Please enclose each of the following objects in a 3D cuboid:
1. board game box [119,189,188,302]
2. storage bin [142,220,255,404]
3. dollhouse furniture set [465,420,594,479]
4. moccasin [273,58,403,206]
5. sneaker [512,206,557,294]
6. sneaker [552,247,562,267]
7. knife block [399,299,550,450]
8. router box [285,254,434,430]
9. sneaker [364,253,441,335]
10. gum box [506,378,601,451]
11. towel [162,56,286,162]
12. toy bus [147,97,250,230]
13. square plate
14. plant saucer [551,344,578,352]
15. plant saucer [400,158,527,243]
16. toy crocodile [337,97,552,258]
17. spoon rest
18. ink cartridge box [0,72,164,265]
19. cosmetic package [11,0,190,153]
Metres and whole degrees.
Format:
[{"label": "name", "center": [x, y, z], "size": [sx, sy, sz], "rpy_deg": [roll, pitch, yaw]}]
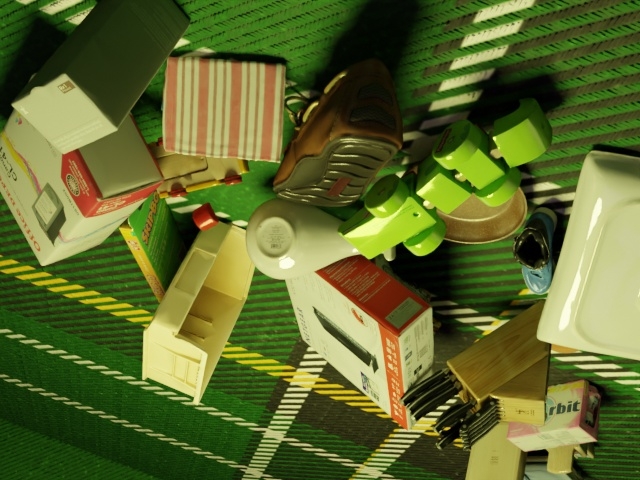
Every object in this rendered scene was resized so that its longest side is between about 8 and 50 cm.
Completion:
[{"label": "board game box", "center": [-0.311, -0.002, 1.481], "size": [0.039, 0.124, 0.259], "rpy_deg": [5, 143, 12]}, {"label": "storage bin", "center": [-0.228, 0.132, 1.504], "size": [0.123, 0.262, 0.260], "rpy_deg": [23, 145, 1]}, {"label": "dollhouse furniture set", "center": [0.503, 0.567, 1.782], "size": [0.286, 0.198, 0.303], "rpy_deg": [-12, 134, 38]}, {"label": "moccasin", "center": [0.013, -0.143, 1.121], "size": [0.139, 0.147, 0.380], "rpy_deg": [7, 165, -8]}, {"label": "sneaker", "center": [0.327, 0.032, 1.205], "size": [0.058, 0.084, 0.152], "rpy_deg": [17, 128, 28]}, {"label": "sneaker", "center": [0.445, 0.090, 1.250], "size": [0.224, 0.098, 0.083], "rpy_deg": [21, 145, -2]}, {"label": "knife block", "center": [0.273, 0.229, 1.362], "size": [0.242, 0.275, 0.088], "rpy_deg": [4, 142, 18]}, {"label": "router box", "center": [0.069, 0.154, 1.421], "size": [0.301, 0.082, 0.335], "rpy_deg": [37, 155, 33]}, {"label": "sneaker", "center": [0.146, 0.099, 1.440], "size": [0.225, 0.093, 0.088], "rpy_deg": [59, 170, -26]}, {"label": "gum box", "center": [0.475, 0.354, 1.586], "size": [0.062, 0.107, 0.188], "rpy_deg": [37, 142, -23]}, {"label": "towel", "center": [-0.143, -0.194, 1.158], "size": [0.197, 0.029, 0.144], "rpy_deg": [8, 101, 18]}, {"label": "toy bus", "center": [-0.172, -0.133, 1.250], "size": [0.202, 0.104, 0.191], "rpy_deg": [36, 110, 11]}, {"label": "square plate", "center": [0.516, 0.057, 1.123], "size": [0.344, 0.049, 0.347], "rpy_deg": [11, 126, 11]}, {"label": "plant saucer", "center": [0.447, 0.186, 1.454], "size": [0.083, 0.013, 0.083], "rpy_deg": [14, 145, 10]}, {"label": "plant saucer", "center": [0.218, -0.070, 1.202], "size": [0.199, 0.036, 0.198], "rpy_deg": [14, 145, 10]}, {"label": "toy crocodile", "center": [0.164, -0.080, 1.091], "size": [0.115, 0.105, 0.340], "rpy_deg": [37, 127, -24]}, {"label": "spoon rest", "center": [0.000, 0.000, 1.277], "size": [0.276, 0.137, 0.084], "rpy_deg": [3, -179, 26]}, {"label": "ink cartridge box", "center": [-0.413, -0.118, 1.293], "size": [0.306, 0.131, 0.226], "rpy_deg": [-33, 86, 48]}, {"label": "cosmetic package", "center": [-0.288, -0.239, 1.050], "size": [0.127, 0.238, 0.107], "rpy_deg": [-12, 134, 39]}]
